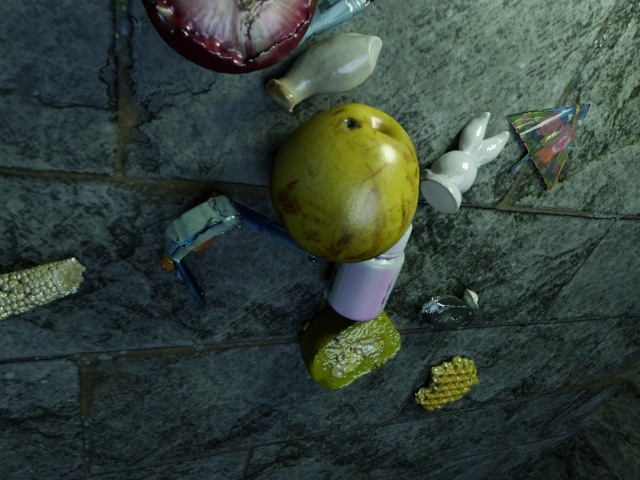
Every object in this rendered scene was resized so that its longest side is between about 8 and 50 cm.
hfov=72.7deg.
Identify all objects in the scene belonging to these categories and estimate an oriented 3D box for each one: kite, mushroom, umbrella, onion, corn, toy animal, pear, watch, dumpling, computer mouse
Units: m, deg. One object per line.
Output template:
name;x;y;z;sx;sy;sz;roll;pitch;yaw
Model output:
kite;0.562;-0.248;1.059;0.234;0.016;0.321;-44;131;12
mushroom;0.008;-0.284;0.736;0.212;0.097;0.088;-26;143;-1
umbrella;0.011;-0.367;0.699;0.250;0.053;0.052;-26;131;-1
onion;-0.120;-0.352;0.586;0.248;0.161;0.248;-16;126;-23
corn;-0.553;0.095;0.807;0.210;0.087;0.087;-16;131;-9
toy animal;0.314;-0.173;0.975;0.103;0.131;0.221;42;76;-8
pear;0.046;-0.099;0.784;0.280;0.281;0.281;-12;130;-14
watch;-0.151;0.011;0.856;0.276;0.068;0.275;-28;149;-12
dumpling;0.462;0.184;1.328;0.043;0.059;0.077;-17;130;-21
computer mouse;0.380;0.212;1.315;0.192;0.062;0.106;15;123;-17

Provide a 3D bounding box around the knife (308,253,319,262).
knife;0.000;0.000;1.012;0.031;0.018;0.121;12;120;-22

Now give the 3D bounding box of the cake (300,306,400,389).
cake;0.069;0.268;1.167;0.260;0.156;0.179;-31;116;-4

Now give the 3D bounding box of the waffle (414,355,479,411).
waffle;0.468;0.537;1.619;0.291;0.051;0.291;-13;129;-17

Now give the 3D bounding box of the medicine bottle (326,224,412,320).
medicine bottle;0.112;0.052;1.013;0.151;0.152;0.255;1;125;-24

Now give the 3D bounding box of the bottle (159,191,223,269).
bottle;-0.248;-0.012;0.862;0.187;0.069;0.069;-44;130;12
